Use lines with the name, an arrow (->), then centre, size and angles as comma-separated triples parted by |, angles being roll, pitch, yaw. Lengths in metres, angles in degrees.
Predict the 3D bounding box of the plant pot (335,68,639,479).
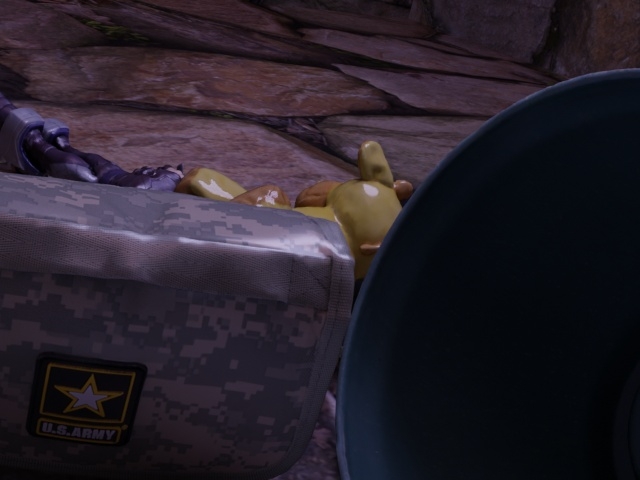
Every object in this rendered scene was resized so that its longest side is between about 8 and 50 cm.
plant pot -> 0.179, 0.084, 0.538 | 0.196, 0.293, 0.293 | 26, 11, -35

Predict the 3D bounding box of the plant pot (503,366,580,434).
plant pot -> 0.133, 0.103, 0.730 | 0.237, 0.109, 0.237 | -3, 36, 2

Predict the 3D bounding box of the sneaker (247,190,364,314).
sneaker -> -0.035, 0.007, 0.979 | 0.234, 0.078, 0.106 | 29, -13, 43

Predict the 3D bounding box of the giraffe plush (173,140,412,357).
giraffe plush -> 0.000, 0.000, 0.861 | 0.210, 0.181, 0.170 | 35, 55, 28

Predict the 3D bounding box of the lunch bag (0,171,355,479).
lunch bag -> -0.128, 0.050, 0.579 | 0.235, 0.169, 0.287 | 9, -16, -12

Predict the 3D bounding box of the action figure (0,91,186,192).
action figure -> -0.234, -0.062, 1.065 | 0.285, 0.099, 0.185 | 27, 17, 22
